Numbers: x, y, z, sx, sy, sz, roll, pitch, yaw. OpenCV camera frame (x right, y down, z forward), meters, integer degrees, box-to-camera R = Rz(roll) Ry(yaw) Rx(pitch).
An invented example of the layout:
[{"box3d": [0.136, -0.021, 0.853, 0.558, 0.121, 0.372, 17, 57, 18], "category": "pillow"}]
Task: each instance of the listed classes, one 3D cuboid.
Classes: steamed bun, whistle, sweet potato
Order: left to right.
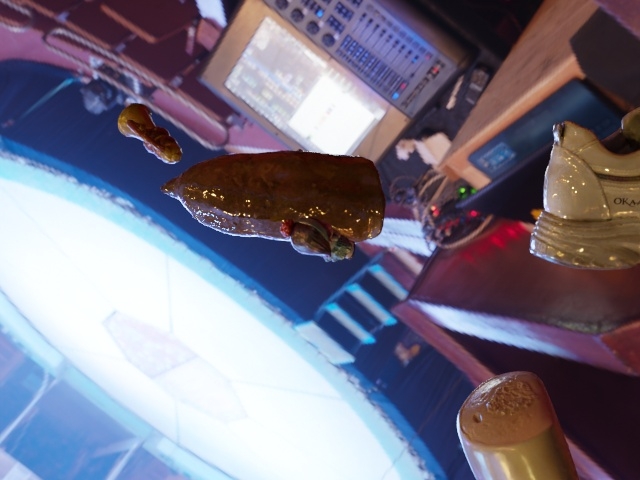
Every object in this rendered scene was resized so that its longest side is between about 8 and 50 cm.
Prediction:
[{"box3d": [-0.203, -0.130, 0.895, 0.109, 0.046, 0.057, 39, 156, 42], "category": "whistle"}, {"box3d": [-0.083, -0.073, 1.212, 0.369, 0.158, 0.158, 1, 146, -1], "category": "sweet potato"}, {"box3d": [0.314, 0.337, 1.189, 0.154, 0.250, 0.200, -21, 101, 14], "category": "steamed bun"}]

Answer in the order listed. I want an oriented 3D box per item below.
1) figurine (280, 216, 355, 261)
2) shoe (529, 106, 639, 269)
[{"box3d": [0.000, 0.000, 0.931, 0.060, 0.047, 0.106, 20, 177, 37], "category": "figurine"}, {"box3d": [0.445, -0.076, 0.964, 0.342, 0.132, 0.211, -2, 104, -4], "category": "shoe"}]
